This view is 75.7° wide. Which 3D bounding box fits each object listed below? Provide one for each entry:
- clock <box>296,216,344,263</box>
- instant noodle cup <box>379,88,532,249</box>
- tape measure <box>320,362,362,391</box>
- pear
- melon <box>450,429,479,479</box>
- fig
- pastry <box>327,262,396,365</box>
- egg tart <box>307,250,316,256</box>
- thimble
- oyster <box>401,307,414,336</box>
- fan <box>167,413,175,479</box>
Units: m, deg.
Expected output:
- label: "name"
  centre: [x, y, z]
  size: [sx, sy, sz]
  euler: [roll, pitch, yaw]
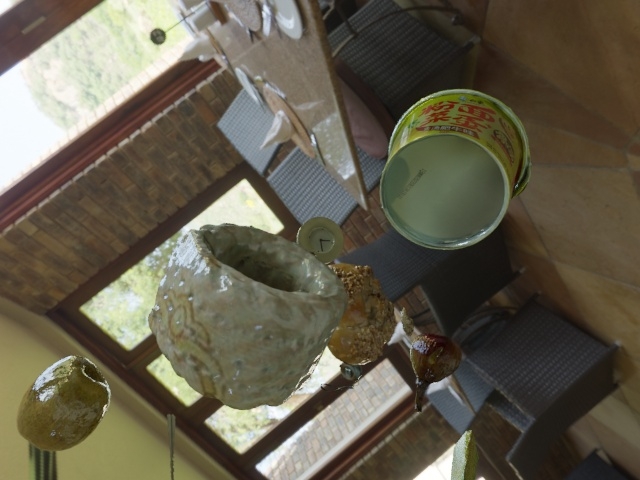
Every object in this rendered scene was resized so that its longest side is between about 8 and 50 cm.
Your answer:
- label: "clock"
  centre: [0.000, 0.000, 2.000]
  size: [0.235, 0.235, 0.029]
  euler: [51, 161, 0]
- label: "instant noodle cup"
  centre: [0.263, -0.132, 0.839]
  size: [0.311, 0.311, 0.221]
  euler: [52, -144, -11]
- label: "tape measure"
  centre: [0.092, 0.587, 1.776]
  size: [0.104, 0.180, 0.107]
  euler: [21, 123, 48]
- label: "pear"
  centre: [-0.682, 0.434, 1.096]
  size: [0.229, 0.211, 0.188]
  euler: [29, 157, 44]
- label: "melon"
  centre: [0.280, 0.464, 0.804]
  size: [0.053, 0.113, 0.262]
  euler: [17, -165, 21]
- label: "fig"
  centre: [0.425, 0.478, 1.528]
  size: [0.190, 0.191, 0.290]
  euler: [54, -142, -35]
- label: "pastry"
  centre: [0.110, 0.205, 1.211]
  size: [0.162, 0.255, 0.310]
  euler: [-26, 85, 44]
- label: "egg tart"
  centre: [-0.145, 0.114, 1.453]
  size: [0.132, 0.297, 0.297]
  euler: [52, 177, 25]
- label: "thimble"
  centre: [-0.117, 0.104, 0.672]
  size: [0.292, 0.195, 0.291]
  euler: [24, -166, -7]
- label: "oyster"
  centre: [0.413, 0.388, 1.967]
  size: [0.122, 0.045, 0.146]
  euler: [7, -113, -70]
- label: "fan"
  centre: [-0.295, 0.567, 0.844]
  size: [0.233, 0.012, 0.414]
  euler: [63, -172, -59]
